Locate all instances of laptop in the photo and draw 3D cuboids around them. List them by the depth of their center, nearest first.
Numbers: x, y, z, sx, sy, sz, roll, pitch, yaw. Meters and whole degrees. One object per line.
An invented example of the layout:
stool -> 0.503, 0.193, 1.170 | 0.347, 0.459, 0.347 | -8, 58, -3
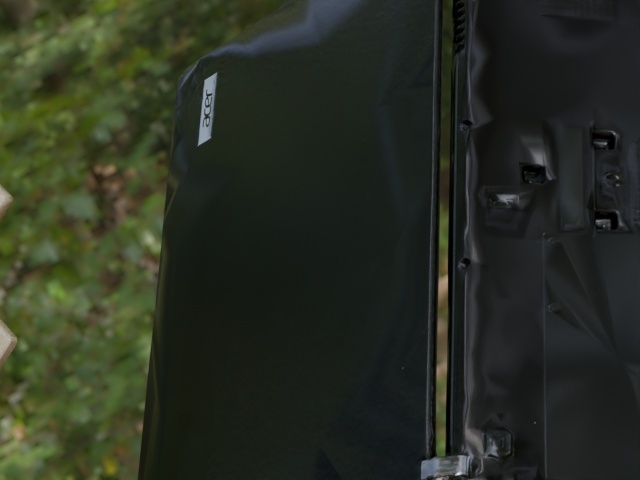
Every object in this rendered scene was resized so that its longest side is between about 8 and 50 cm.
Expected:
laptop -> 0.072, 0.010, 0.666 | 0.264, 0.234, 0.136 | 4, -28, -3

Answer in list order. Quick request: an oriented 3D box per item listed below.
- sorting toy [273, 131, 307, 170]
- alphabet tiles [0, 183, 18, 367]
sorting toy -> 0.000, 0.000, 0.734 | 0.045, 0.075, 0.083 | 5, -4, 41
alphabet tiles -> -0.329, 0.059, 1.131 | 0.342, 0.285, 0.011 | -54, -28, 13
